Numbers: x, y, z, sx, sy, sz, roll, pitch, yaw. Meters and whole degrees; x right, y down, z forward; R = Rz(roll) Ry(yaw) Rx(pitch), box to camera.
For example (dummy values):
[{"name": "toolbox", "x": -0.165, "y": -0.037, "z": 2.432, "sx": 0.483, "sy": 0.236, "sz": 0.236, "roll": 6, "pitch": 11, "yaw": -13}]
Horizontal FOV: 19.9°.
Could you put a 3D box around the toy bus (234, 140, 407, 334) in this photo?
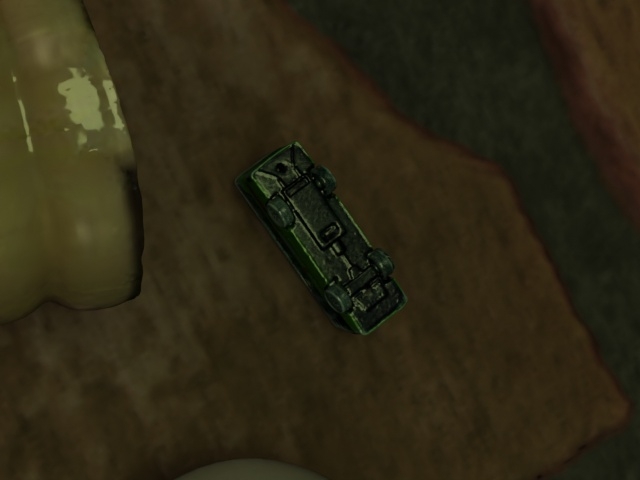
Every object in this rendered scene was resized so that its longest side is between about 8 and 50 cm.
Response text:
[{"name": "toy bus", "x": 0.000, "y": 0.000, "z": 0.759, "sx": 0.031, "sy": 0.037, "sz": 0.083, "roll": -38, "pitch": 99, "yaw": -19}]

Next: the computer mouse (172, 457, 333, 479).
[{"name": "computer mouse", "x": 0.027, "y": 0.214, "z": 0.709, "sx": 0.297, "sy": 0.121, "sz": 0.184, "roll": 46, "pitch": 71, "yaw": -9}]

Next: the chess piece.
[{"name": "chess piece", "x": -0.202, "y": -0.016, "z": 0.644, "sx": 0.261, "sy": 0.143, "sz": 0.143, "roll": -15, "pitch": 91, "yaw": -16}]
